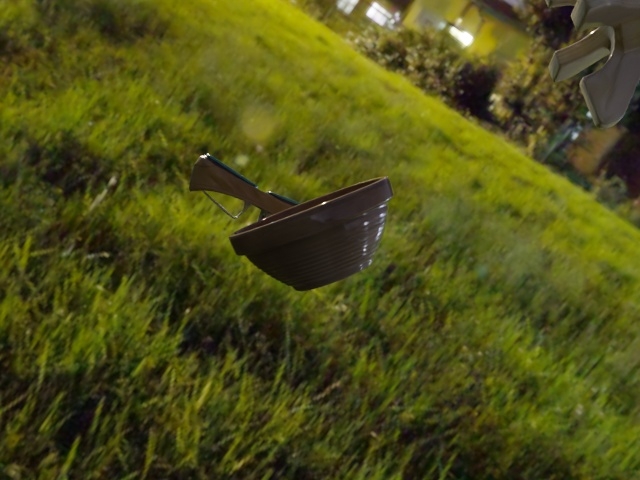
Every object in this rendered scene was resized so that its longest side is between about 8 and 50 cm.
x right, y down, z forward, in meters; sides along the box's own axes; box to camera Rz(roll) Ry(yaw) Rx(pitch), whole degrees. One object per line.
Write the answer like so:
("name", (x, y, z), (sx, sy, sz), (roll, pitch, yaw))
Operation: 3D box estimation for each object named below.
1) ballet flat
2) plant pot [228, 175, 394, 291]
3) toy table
("ballet flat", (-0.106, -0.058, 1.315), (0.232, 0.073, 0.080), (28, -4, -6))
("plant pot", (0.000, 0.000, 1.130), (0.237, 0.237, 0.109), (-48, 118, -77))
("toy table", (0.403, -0.286, 1.074), (0.252, 0.161, 0.274), (62, 9, -68))
